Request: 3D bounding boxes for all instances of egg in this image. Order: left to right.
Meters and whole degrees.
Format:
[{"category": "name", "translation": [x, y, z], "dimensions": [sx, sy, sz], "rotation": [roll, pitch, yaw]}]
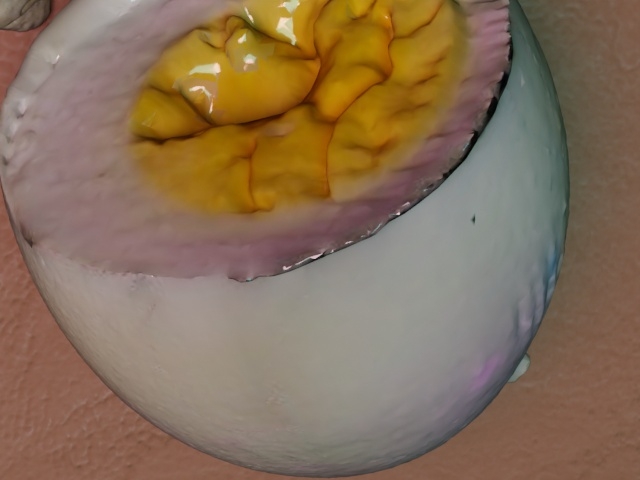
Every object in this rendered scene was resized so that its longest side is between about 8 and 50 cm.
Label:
[{"category": "egg", "translation": [0.000, 0.000, 1.136], "dimensions": [0.354, 0.354, 0.340], "rotation": [-23, 135, 0]}]

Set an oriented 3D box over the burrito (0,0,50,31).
[{"category": "burrito", "translation": [-0.318, -0.189, 1.155], "dimensions": [0.275, 0.059, 0.082], "rotation": [6, 123, -10]}]
